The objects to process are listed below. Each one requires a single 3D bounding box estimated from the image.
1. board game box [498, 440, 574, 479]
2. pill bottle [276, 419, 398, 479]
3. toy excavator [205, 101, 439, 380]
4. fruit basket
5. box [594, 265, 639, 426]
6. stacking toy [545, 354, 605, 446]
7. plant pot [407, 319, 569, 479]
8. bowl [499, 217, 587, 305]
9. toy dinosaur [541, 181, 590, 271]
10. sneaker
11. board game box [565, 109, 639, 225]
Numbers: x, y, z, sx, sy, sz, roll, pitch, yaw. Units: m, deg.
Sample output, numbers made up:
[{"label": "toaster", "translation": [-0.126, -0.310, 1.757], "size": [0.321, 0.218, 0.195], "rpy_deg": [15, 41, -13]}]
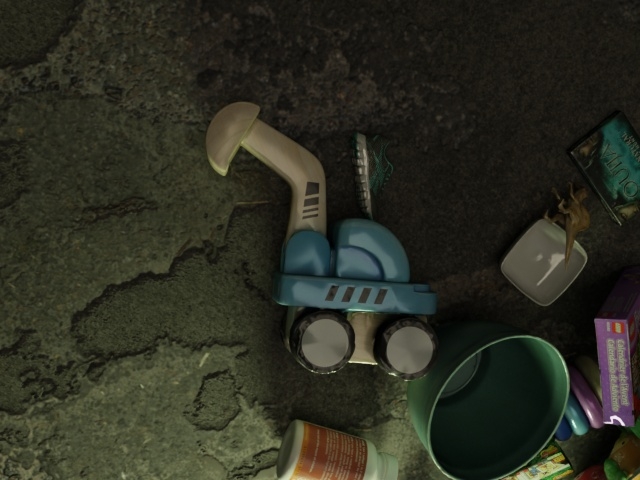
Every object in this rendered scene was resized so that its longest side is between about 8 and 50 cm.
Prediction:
[{"label": "board game box", "translation": [0.368, 0.483, 1.483], "size": [0.260, 0.030, 0.136], "rpy_deg": [-29, 141, 12]}, {"label": "pill bottle", "translation": [0.033, 0.431, 1.440], "size": [0.216, 0.121, 0.121], "rpy_deg": [19, 99, -10]}, {"label": "toy excavator", "translation": [0.000, 0.000, 1.324], "size": [0.433, 0.222, 0.444], "rpy_deg": [5, 87, -8]}, {"label": "fruit basket", "translation": [0.576, 0.445, 1.445], "size": [0.353, 0.327, 0.165], "rpy_deg": [-36, 68, 6]}, {"label": "box", "translation": [0.576, 0.185, 1.386], "size": [0.057, 0.293, 0.200], "rpy_deg": [-1, 106, 33]}, {"label": "stacking toy", "translation": [0.417, 0.361, 1.480], "size": [0.330, 0.141, 0.141], "rpy_deg": [-29, 104, 6]}, {"label": "plant pot", "translation": [0.278, 0.266, 1.380], "size": [0.293, 0.196, 0.292], "rpy_deg": [-8, 112, -20]}, {"label": "bowl", "translation": [0.424, 0.038, 1.441], "size": [0.142, 0.053, 0.142], "rpy_deg": [39, 95, -12]}, {"label": "toy dinosaur", "translation": [0.463, -0.043, 1.385], "size": [0.093, 0.053, 0.183], "rpy_deg": [27, 67, -19]}, {"label": "sneaker", "translation": [0.102, -0.118, 1.363], "size": [0.076, 0.065, 0.166], "rpy_deg": [-9, 105, -9]}, {"label": "board game box", "translation": [0.573, -0.138, 1.436], "size": [0.126, 0.026, 0.186], "rpy_deg": [-39, 104, 2]}]
